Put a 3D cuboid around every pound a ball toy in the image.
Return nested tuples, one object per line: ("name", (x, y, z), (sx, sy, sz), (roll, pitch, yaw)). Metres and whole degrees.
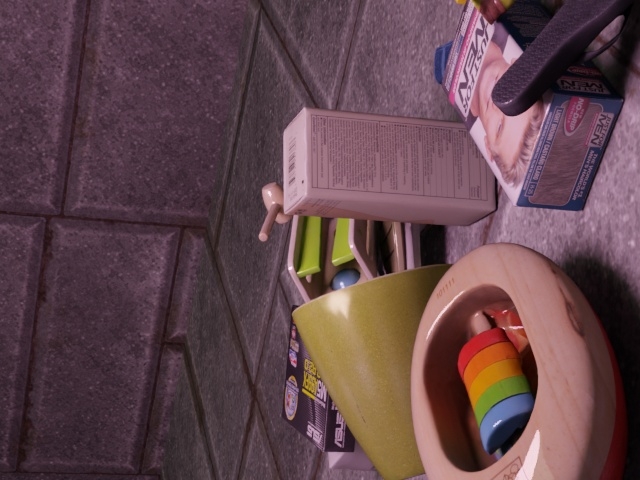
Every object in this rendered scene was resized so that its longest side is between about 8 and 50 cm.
("pound a ball toy", (0.000, 0.000, 2.244), (0.136, 0.208, 0.319), (60, -162, -28))

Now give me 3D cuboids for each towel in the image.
("towel", (0.219, -0.300, 2.148), (0.119, 0.029, 0.067), (173, 100, -73))

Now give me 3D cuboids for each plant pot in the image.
("plant pot", (0.125, 0.218, 1.994), (0.275, 0.274, 0.294), (139, 118, -67))

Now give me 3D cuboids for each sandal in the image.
("sandal", (0.319, -0.251, 1.604), (0.254, 0.054, 0.097), (-45, 26, 11))

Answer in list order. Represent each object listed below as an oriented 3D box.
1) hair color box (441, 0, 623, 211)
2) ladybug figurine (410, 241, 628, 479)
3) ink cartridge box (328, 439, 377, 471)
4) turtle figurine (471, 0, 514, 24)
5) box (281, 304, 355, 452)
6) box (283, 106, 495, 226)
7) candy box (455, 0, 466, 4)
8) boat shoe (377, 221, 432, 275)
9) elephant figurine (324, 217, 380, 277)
("hair color box", (0.282, -0.206, 1.787), (0.347, 0.105, 0.174), (-111, 30, -54))
("ladybug figurine", (0.257, 0.201, 1.602), (0.305, 0.161, 0.449), (-48, 34, 31))
("ink cartridge box", (0.085, 0.251, 2.302), (0.201, 0.117, 0.278), (121, 148, -56))
("turtle figurine", (0.299, -0.402, 1.747), (0.217, 0.087, 0.270), (-33, 49, 28))
("box", (0.002, 0.238, 2.269), (0.270, 0.060, 0.216), (-161, 76, -72))
("box", (0.107, -0.110, 1.985), (0.121, 0.311, 0.148), (143, 130, -68))
("candy box", (0.246, -0.503, 2.114), (0.105, 0.027, 0.206), (-108, 28, -57))
("boat shoe", (0.153, -0.062, 2.176), (0.113, 0.103, 0.302), (119, 150, -63))
("elephant figurine", (0.038, 0.070, 2.441), (0.186, 0.169, 0.240), (-50, -44, -79))
